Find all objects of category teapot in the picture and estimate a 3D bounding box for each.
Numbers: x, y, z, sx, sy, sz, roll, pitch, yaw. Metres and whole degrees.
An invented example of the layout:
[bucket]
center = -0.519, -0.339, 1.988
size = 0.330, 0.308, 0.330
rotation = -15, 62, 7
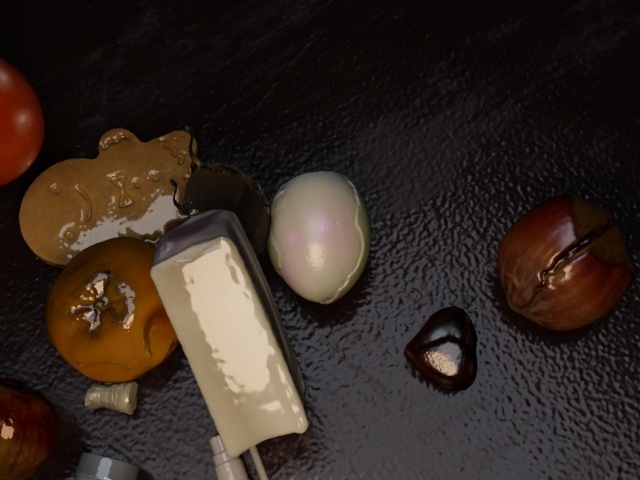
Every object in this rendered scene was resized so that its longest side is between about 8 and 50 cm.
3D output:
[teapot]
center = -0.355, 0.263, 1.713
size = 0.083, 0.057, 0.067
rotation = 0, 35, 8

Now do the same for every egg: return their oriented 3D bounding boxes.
[egg]
center = 0.000, 0.000, 1.710
size = 0.183, 0.183, 0.217
rotation = -13, 71, 0

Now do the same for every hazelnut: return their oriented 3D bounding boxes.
[hazelnut]
center = 0.401, 0.041, 1.668
size = 0.181, 0.181, 0.212
rotation = -33, 80, -28

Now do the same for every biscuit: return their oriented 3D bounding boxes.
[biscuit]
center = -0.376, -0.076, 1.836
size = 0.355, 0.052, 0.275
rotation = -16, 70, -2

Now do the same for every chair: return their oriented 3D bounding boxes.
[chair]
center = -0.161, -0.076, 1.710
size = 0.149, 0.174, 0.213
rotation = 7, 37, -22

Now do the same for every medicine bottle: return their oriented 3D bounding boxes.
[medicine bottle]
center = -0.117, 0.419, 1.638
size = 0.092, 0.061, 0.220
rotation = -11, 68, -26

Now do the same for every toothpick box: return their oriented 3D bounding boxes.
[toothpick box]
center = -0.359, 0.429, 1.626
size = 0.101, 0.101, 0.153
rotation = 11, 73, 8

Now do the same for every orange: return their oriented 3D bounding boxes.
[orange]
center = -0.350, 0.109, 1.690
size = 0.249, 0.183, 0.249
rotation = -2, 73, 7

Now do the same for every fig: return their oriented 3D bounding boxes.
[fig]
center = -0.551, 0.351, 1.660
size = 0.191, 0.190, 0.290
rotation = 36, 112, 15

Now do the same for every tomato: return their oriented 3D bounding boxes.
[tomato]
center = -0.618, -0.216, 1.806
size = 0.224, 0.256, 0.256
rotation = -38, 71, -27

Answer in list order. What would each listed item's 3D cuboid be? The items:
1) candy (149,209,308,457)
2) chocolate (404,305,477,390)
[candy]
center = -0.140, 0.142, 1.590
size = 0.145, 0.208, 0.358
rotation = -21, 101, 2
[chocolate]
center = 0.204, 0.170, 1.687
size = 0.125, 0.080, 0.148
rotation = 3, 72, 5
